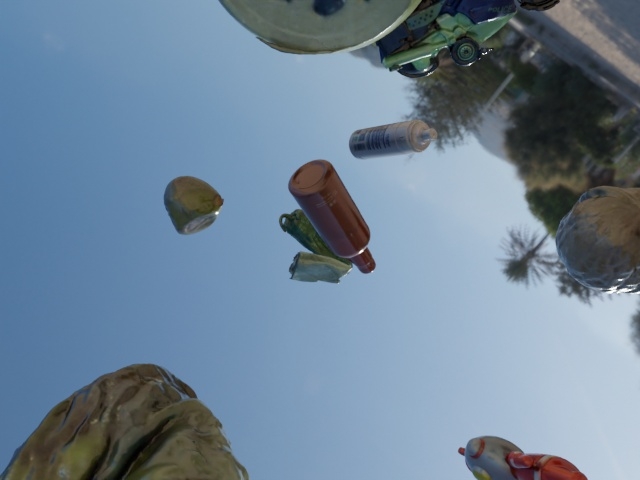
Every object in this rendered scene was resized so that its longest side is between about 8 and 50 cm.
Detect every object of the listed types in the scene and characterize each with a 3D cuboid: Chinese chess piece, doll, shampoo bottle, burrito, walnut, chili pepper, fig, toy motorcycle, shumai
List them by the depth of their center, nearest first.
[{"bbox_3d":[-0.167,0.307,0.679,0.264,0.309,0.304,10,166,33],"label":"shumai"},{"bbox_3d":[-0.003,-0.427,0.848,0.349,0.349,0.146,31,-148,-12],"label":"Chinese chess piece"},{"bbox_3d":[0.229,-0.400,1.022,0.196,0.331,0.125,54,-159,-28],"label":"toy motorcycle"},{"bbox_3d":[0.033,-0.027,1.064,0.244,0.085,0.085,57,-174,-42],"label":"shampoo bottle"},{"bbox_3d":[0.000,0.056,1.232,0.118,0.074,0.044,8,-130,-8],"label":"burrito"},{"bbox_3d":[0.405,0.470,1.287,0.200,0.105,0.336,37,160,-27],"label":"doll"},{"bbox_3d":[0.644,-0.006,1.367,0.248,0.248,0.248,30,-155,-15],"label":"walnut"},{"bbox_3d":[-0.005,0.003,1.535,0.257,0.100,0.074,42,160,-27],"label":"chili pepper"},{"bbox_3d":[-0.329,-0.090,1.645,0.166,0.154,0.144,1,164,39],"label":"fig"},{"bbox_3d":[0.202,-0.276,1.724,0.092,0.092,0.303,19,171,-34],"label":"shampoo bottle"}]
